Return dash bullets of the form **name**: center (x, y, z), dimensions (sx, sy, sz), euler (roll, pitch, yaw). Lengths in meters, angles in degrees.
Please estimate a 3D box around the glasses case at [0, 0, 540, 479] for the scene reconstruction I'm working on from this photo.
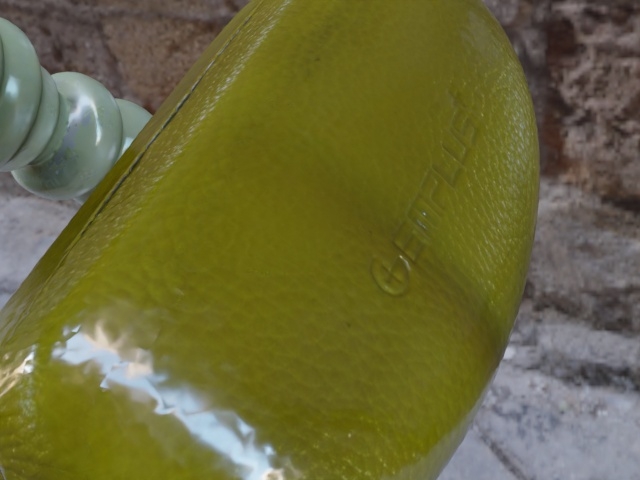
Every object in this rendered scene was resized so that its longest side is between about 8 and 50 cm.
- **glasses case**: center (0.000, 0.000, 0.485), dimensions (0.141, 0.173, 0.371), euler (-27, 25, 41)

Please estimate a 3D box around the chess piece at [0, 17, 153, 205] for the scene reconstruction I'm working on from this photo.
- **chess piece**: center (-0.231, -0.094, 0.907), dimensions (0.144, 0.251, 0.144), euler (-9, 73, 31)
